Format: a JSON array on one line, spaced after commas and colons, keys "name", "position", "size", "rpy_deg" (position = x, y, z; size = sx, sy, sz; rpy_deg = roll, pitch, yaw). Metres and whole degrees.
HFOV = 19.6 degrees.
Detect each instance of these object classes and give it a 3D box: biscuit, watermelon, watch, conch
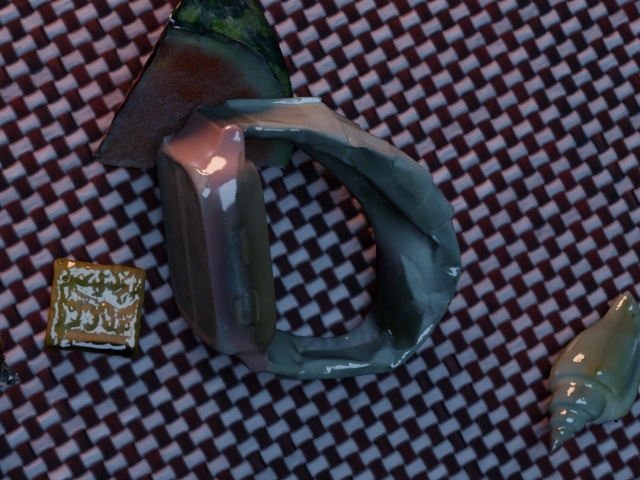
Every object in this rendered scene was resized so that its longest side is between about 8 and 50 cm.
[{"name": "biscuit", "position": [-0.196, 0.059, 1.614], "size": [0.083, 0.018, 0.081], "rpy_deg": [6, 83, -14]}, {"name": "watermelon", "position": [-0.098, -0.129, 1.593], "size": [0.136, 0.207, 0.202], "rpy_deg": [30, 94, 17]}, {"name": "watch", "position": [0.000, 0.000, 1.591], "size": [0.241, 0.162, 0.253], "rpy_deg": [-11, 111, -16]}, {"name": "conch", "position": [0.258, 0.129, 1.700], "size": [0.088, 0.065, 0.180], "rpy_deg": [38, 68, -7]}]

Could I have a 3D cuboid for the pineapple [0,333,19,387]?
[{"name": "pineapple", "position": [-0.353, 0.075, 1.538], "size": [0.221, 0.083, 0.103], "rpy_deg": [22, 95, -12]}]
